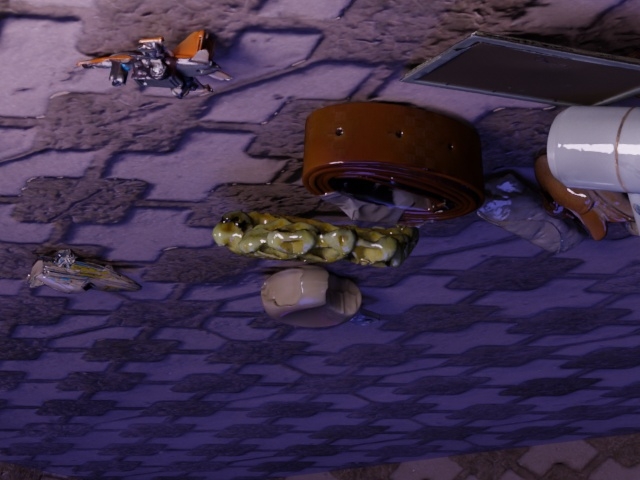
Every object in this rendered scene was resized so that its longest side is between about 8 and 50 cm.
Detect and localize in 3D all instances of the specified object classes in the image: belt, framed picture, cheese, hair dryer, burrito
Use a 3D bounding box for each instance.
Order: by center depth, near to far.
[{"bbox_3d":[0.256,-0.197,1.350,0.273,0.016,0.216,6,173,-18],"label":"framed picture"},{"bbox_3d":[0.421,-0.020,1.485,0.173,0.107,0.357,8,137,39],"label":"hair dryer"},{"bbox_3d":[0.096,-0.099,1.539,0.261,0.105,0.184,13,156,-33],"label":"belt"},{"bbox_3d":[0.331,-0.033,1.775,0.082,0.059,0.275,-31,146,27],"label":"burrito"},{"bbox_3d":[0.017,0.116,2.111,0.163,0.082,0.286,-17,156,36],"label":"cheese"}]

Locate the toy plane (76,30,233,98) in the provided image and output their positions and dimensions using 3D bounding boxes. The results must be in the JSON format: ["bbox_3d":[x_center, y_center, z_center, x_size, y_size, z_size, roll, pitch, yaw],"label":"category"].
[{"bbox_3d":[-0.200,-0.198,1.331,0.188,0.062,0.135,-8,158,15],"label":"toy plane"}]

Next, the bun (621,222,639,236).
[{"bbox_3d":[0.507,-0.068,1.618,0.173,0.114,0.166,-13,-161,-13],"label":"bun"}]

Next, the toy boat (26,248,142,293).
[{"bbox_3d":[-0.401,0.064,1.974,0.210,0.066,0.084,13,156,-33],"label":"toy boat"}]

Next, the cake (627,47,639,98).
[{"bbox_3d":[0.486,-0.160,1.364,0.245,0.135,0.112,-3,159,5],"label":"cake"}]

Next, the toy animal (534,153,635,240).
[{"bbox_3d":[0.377,-0.057,1.605,0.188,0.089,0.179,38,156,22],"label":"toy animal"}]

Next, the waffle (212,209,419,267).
[{"bbox_3d":[0.000,0.000,1.691,0.297,0.073,0.317,5,-178,13],"label":"waffle"}]
